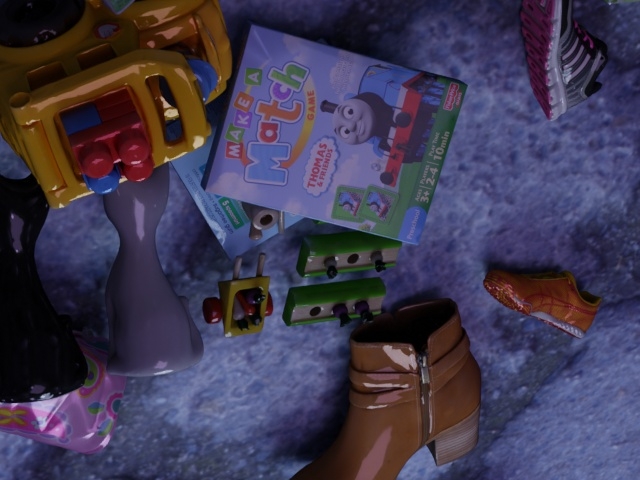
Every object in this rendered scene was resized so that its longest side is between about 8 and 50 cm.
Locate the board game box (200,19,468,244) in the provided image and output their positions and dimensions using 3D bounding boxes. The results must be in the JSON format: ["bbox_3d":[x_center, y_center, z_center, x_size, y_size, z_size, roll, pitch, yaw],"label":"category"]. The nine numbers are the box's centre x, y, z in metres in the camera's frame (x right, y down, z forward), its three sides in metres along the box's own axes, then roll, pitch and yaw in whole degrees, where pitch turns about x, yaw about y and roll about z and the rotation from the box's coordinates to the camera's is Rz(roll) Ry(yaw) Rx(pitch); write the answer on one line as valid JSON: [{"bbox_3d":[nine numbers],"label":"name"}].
[{"bbox_3d":[0.012,-0.097,1.355,0.211,0.039,0.160,14,101,-13],"label":"board game box"}]

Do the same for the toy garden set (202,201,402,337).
[{"bbox_3d":[0.000,0.000,1.449,0.204,0.049,0.244,-6,131,-26],"label":"toy garden set"}]

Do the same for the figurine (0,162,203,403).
[{"bbox_3d":[-0.214,0.027,1.342,0.215,0.092,0.209,-8,95,-40],"label":"figurine"}]

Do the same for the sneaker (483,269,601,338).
[{"bbox_3d":[0.249,0.057,1.666,0.175,0.064,0.067,21,93,-41],"label":"sneaker"}]

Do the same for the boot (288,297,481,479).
[{"bbox_3d":[0.056,0.197,1.631,0.283,0.109,0.220,-22,132,-12],"label":"boot"}]

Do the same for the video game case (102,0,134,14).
[{"bbox_3d":[-0.118,-0.302,1.127,0.212,0.023,0.193,-45,151,-11],"label":"video game case"}]

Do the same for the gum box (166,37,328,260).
[{"bbox_3d":[-0.044,-0.086,1.420,0.184,0.041,0.157,-30,132,-2],"label":"gum box"}]

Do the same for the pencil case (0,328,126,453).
[{"bbox_3d":[-0.317,0.115,1.392,0.284,0.124,0.124,23,112,-37],"label":"pencil case"}]

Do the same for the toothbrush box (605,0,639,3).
[{"bbox_3d":[0.234,-0.349,1.198,0.122,0.283,0.206,-8,128,-19],"label":"toothbrush box"}]

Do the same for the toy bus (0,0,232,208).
[{"bbox_3d":[-0.161,-0.123,1.226,0.220,0.211,0.149,-23,129,-11],"label":"toy bus"}]

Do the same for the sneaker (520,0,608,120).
[{"bbox_3d":[0.248,-0.199,1.465,0.075,0.063,0.170,-23,136,-9],"label":"sneaker"}]
